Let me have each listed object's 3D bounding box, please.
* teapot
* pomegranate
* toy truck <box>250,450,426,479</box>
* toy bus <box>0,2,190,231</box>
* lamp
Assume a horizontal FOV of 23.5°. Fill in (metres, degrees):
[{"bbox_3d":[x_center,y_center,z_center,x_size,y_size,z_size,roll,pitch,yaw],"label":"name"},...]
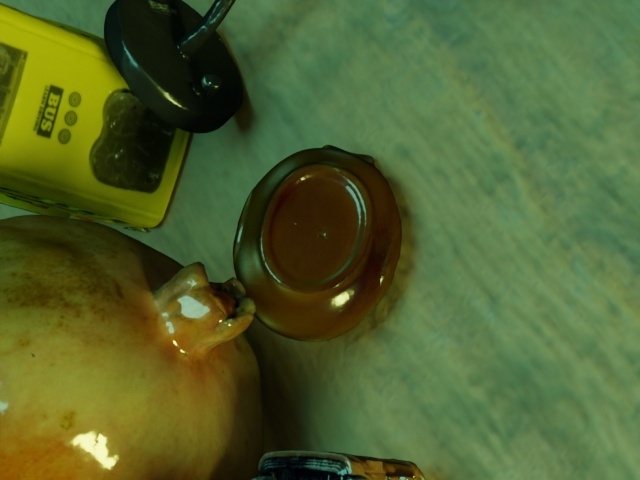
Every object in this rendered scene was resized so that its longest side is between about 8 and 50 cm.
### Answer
[{"bbox_3d":[0.000,0.000,0.928,0.098,0.078,0.129,13,74,5],"label":"teapot"},{"bbox_3d":[-0.147,0.097,0.913,0.270,0.252,0.229,-39,34,33],"label":"pomegranate"},{"bbox_3d":[0.013,0.210,0.834,0.083,0.092,0.192,-6,82,43],"label":"toy truck"},{"bbox_3d":[-0.243,-0.102,1.007,0.152,0.330,0.144,16,89,43],"label":"toy bus"},{"bbox_3d":[-0.019,-0.248,0.981,0.108,0.130,0.371,41,113,27],"label":"lamp"}]
